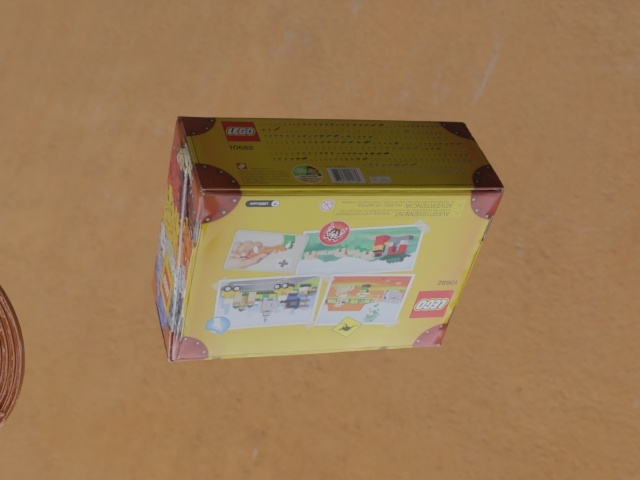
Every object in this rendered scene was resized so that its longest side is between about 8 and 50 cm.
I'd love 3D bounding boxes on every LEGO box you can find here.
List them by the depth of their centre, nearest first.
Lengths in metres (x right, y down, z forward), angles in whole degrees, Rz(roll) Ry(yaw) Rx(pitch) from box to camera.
[{"bbox_3d":[0.000,0.000,1.671,0.500,0.372,0.193,-1,-138,-20],"label":"LEGO box"}]

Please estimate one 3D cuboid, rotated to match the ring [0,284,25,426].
[{"bbox_3d":[-0.539,0.134,1.269,0.336,0.337,0.032,20,-162,1],"label":"ring"}]
